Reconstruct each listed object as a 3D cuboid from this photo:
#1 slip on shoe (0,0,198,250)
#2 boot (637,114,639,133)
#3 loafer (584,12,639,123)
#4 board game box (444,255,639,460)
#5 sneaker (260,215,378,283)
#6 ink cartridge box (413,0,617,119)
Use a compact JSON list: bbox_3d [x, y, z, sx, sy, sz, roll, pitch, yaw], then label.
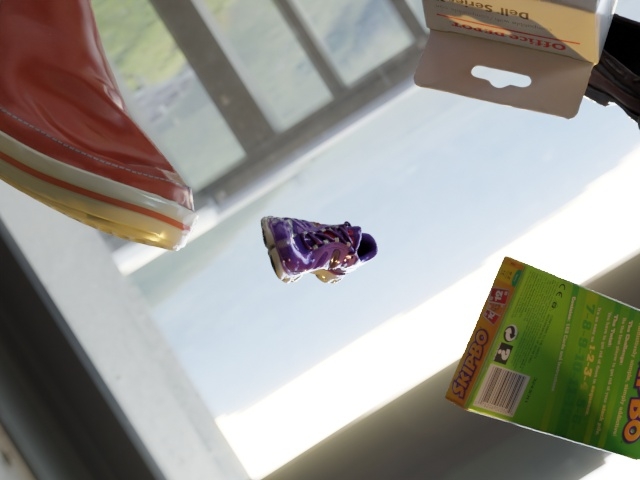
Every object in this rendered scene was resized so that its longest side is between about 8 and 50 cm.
[{"bbox_3d":[-0.168,-0.111,0.842,0.101,0.331,0.123,-52,145,13],"label":"slip on shoe"},{"bbox_3d":[0.451,-0.066,1.171,0.138,0.377,0.284,4,131,-48],"label":"boot"},{"bbox_3d":[0.371,-0.188,1.694,0.109,0.095,0.302,-27,-153,-19],"label":"loafer"},{"bbox_3d":[0.219,0.105,1.281,0.039,0.259,0.124,26,-86,51],"label":"board game box"},{"bbox_3d":[0.000,0.000,1.509,0.071,0.068,0.170,-23,167,27],"label":"sneaker"},{"bbox_3d":[0.238,-0.329,1.721,0.119,0.207,0.353,68,38,-65],"label":"ink cartridge box"}]
